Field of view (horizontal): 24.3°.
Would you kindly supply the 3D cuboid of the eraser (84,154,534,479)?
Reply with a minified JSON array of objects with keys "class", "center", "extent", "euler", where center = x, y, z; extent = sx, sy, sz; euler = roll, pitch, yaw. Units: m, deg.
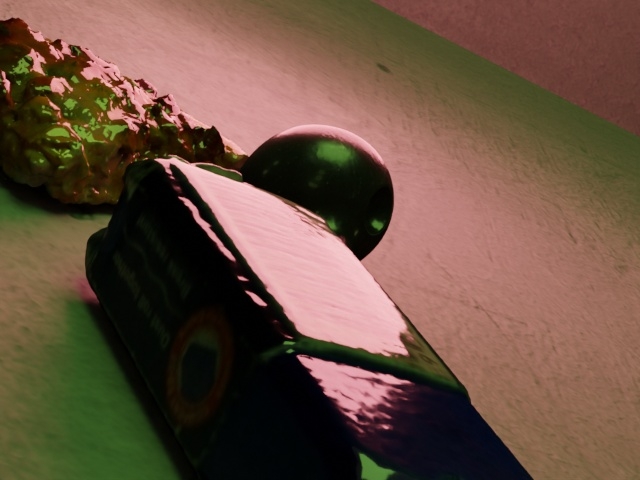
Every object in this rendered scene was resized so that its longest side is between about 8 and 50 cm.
[{"class":"eraser","center":[-0.012,0.074,0.832],"extent":[0.155,0.101,0.332],"euler":[17,22,-35]}]

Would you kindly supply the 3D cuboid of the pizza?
[{"class":"pizza","center":[-0.178,-0.091,1.072],"extent":[0.289,0.081,0.229],"euler":[28,18,-7]}]

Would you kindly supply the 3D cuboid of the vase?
[{"class":"vase","center":[0.000,0.000,1.056],"extent":[0.120,0.120,0.183],"euler":[20,35,-24]}]
